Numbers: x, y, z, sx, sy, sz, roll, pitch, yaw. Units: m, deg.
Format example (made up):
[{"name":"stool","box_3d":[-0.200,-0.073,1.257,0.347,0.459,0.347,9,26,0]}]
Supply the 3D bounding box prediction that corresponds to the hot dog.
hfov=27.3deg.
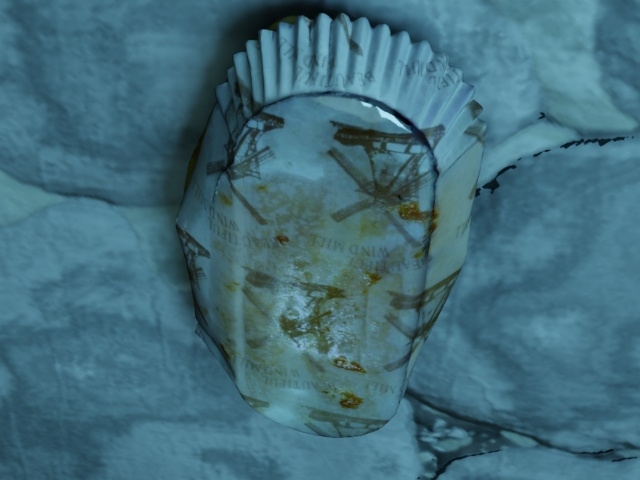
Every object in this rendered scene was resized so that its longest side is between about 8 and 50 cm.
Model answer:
[{"name":"hot dog","box_3d":[0.000,0.000,0.661,0.144,0.075,0.268,14,139,2]}]
